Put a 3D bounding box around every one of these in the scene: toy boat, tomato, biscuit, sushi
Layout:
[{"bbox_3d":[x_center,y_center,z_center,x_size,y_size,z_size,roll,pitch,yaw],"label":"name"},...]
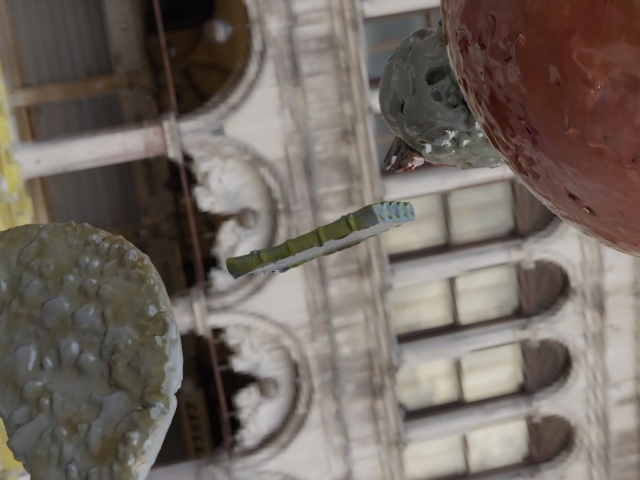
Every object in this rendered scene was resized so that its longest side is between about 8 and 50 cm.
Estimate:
[{"bbox_3d":[0.000,0.000,0.813,0.063,0.115,0.016,-4,75,-62],"label":"toy boat"},{"bbox_3d":[0.148,-0.089,0.444,0.184,0.208,0.208,23,47,-57],"label":"tomato"},{"bbox_3d":[-0.161,0.057,0.794,0.290,0.141,0.038,38,-7,44],"label":"biscuit"},{"bbox_3d":[0.152,-0.145,1.007,0.332,0.130,0.124,140,-40,-60],"label":"sushi"}]
